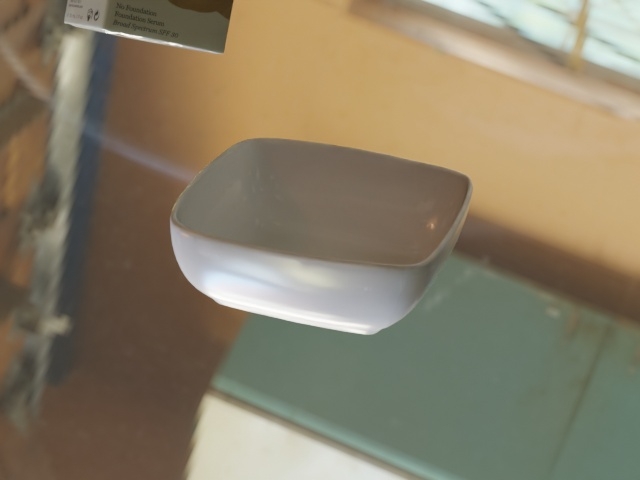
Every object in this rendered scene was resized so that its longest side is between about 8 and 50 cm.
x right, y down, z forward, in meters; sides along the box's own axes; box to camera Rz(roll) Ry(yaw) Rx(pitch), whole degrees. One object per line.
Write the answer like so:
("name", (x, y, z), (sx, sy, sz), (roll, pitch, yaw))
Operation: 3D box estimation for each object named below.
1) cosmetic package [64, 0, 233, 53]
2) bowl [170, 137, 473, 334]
("cosmetic package", (-0.062, -0.138, 0.801), (0.060, 0.041, 0.115), (7, -84, -32))
("bowl", (0.000, 0.000, 1.013), (0.142, 0.142, 0.053), (-53, -28, -62))
